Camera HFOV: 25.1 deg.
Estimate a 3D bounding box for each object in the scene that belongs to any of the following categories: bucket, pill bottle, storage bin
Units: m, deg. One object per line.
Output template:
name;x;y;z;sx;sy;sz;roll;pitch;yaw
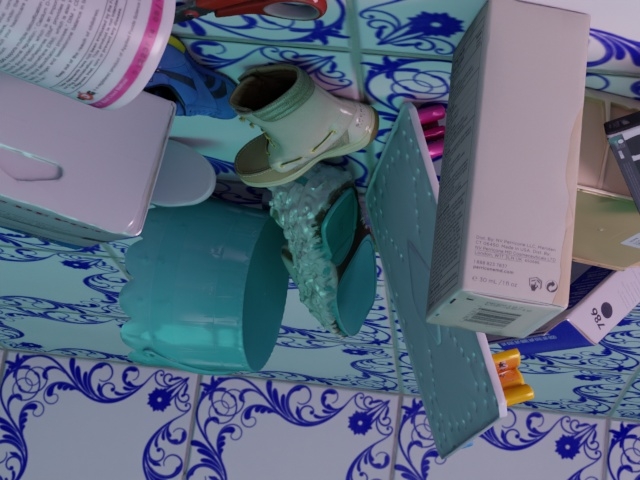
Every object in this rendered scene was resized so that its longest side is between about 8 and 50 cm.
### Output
bucket;-0.163;0.066;2.128;0.183;0.281;0.281;8;164;14
pill bottle;-0.295;-0.241;1.369;0.283;0.160;0.160;19;160;-35
storage bin;0.344;-0.066;1.739;0.260;0.123;0.262;11;163;-13

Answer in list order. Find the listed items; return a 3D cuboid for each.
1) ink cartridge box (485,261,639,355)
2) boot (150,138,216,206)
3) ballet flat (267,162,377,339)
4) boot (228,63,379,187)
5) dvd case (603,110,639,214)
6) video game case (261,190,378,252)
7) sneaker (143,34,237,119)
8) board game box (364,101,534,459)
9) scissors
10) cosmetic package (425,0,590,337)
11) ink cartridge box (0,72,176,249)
ink cartridge box;0.355;0.073;1.935;0.333;0.065;0.165;-35;-169;-33
boot;-0.247;-0.089;2.016;0.258;0.095;0.123;11;172;21
ballet flat;0.000;0.000;2.083;0.147;0.147;0.409;5;151;9
boot;-0.059;-0.140;1.737;0.213;0.077;0.165;-19;151;35
dvd case;0.442;-0.095;1.526;0.239;0.029;0.179;-18;133;17
video game case;0.019;-0.025;2.200;0.212;0.023;0.193;7;163;2
sneaker;-0.160;-0.171;1.690;0.069;0.082;0.209;-3;162;26
board game box;0.154;0.062;1.836;0.050;0.390;0.390;-13;166;-9
scissors;-0.128;-0.252;1.517;0.297;0.021;0.109;0;164;29
cosmetic package;0.189;-0.070;1.465;0.113;0.309;0.160;10;165;-6
ink cartridge box;-0.362;-0.109;1.696;0.285;0.166;0.395;18;172;-18
